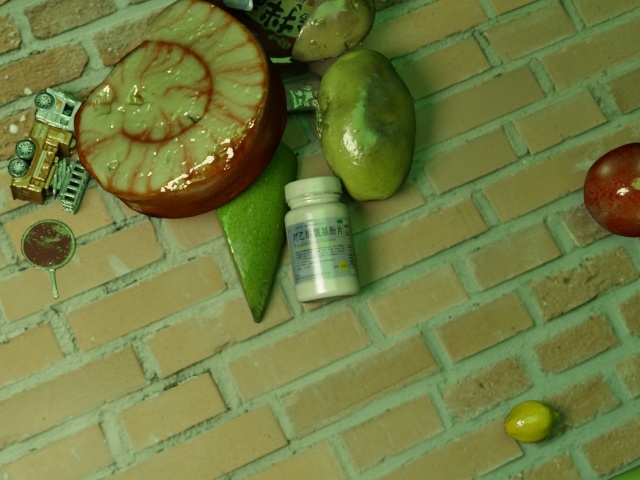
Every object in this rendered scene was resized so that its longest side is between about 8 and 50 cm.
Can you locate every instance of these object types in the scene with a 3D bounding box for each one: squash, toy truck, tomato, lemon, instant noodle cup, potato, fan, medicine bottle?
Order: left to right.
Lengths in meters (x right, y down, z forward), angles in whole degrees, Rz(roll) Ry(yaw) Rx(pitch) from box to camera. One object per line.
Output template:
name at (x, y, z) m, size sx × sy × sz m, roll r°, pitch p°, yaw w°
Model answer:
fan at (-0.424, 0.030, 1.752) m, size 0.085 × 0.005 × 0.133 m, roll -9°, pitch 74°, yaw -9°
toy truck at (-0.417, -0.143, 1.767) m, size 0.115 × 0.080 × 0.177 m, roll 17°, pitch 73°, yaw -6°
squash at (-0.149, -0.041, 1.750) m, size 0.203 × 0.111 × 0.288 m, roll 15°, pitch 74°, yaw 1°
instant noodle cup at (-0.079, -0.399, 1.872) m, size 0.274 × 0.091 × 0.274 m, roll 2°, pitch 73°, yaw -6°
medicine bottle at (0.000, 0.000, 1.741) m, size 0.103 × 0.103 × 0.186 m, roll -7°, pitch 83°, yaw -8°
potato at (0.030, -0.355, 1.775) m, size 0.101 × 0.089 × 0.172 m, roll 30°, pitch 70°, yaw 2°
potato at (0.072, -0.184, 1.798) m, size 0.169 × 0.143 × 0.248 m, roll -4°, pitch 83°, yaw -23°
lemon at (0.327, 0.279, 1.725) m, size 0.092 × 0.065 × 0.065 m, roll -13°, pitch 75°, yaw -10°
tomato at (0.506, -0.078, 1.810) m, size 0.167 × 0.167 × 0.167 m, roll 2°, pitch 73°, yaw -5°

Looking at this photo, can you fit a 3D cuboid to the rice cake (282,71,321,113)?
rice cake at (-0.134, -0.238, 1.839) m, size 0.290 × 0.051 × 0.081 m, roll -4°, pitch 75°, yaw -7°

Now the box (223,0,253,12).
box at (-0.084, -0.533, 1.766) m, size 0.206 × 0.262 × 0.291 m, roll -21°, pitch 65°, yaw -24°

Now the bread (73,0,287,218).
bread at (-0.208, -0.190, 1.701) m, size 0.327 × 0.114 × 0.295 m, roll -46°, pitch 63°, yaw -2°

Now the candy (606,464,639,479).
candy at (0.460, 0.424, 1.659) m, size 0.344 × 0.132 × 0.142 m, roll -25°, pitch 93°, yaw -12°
